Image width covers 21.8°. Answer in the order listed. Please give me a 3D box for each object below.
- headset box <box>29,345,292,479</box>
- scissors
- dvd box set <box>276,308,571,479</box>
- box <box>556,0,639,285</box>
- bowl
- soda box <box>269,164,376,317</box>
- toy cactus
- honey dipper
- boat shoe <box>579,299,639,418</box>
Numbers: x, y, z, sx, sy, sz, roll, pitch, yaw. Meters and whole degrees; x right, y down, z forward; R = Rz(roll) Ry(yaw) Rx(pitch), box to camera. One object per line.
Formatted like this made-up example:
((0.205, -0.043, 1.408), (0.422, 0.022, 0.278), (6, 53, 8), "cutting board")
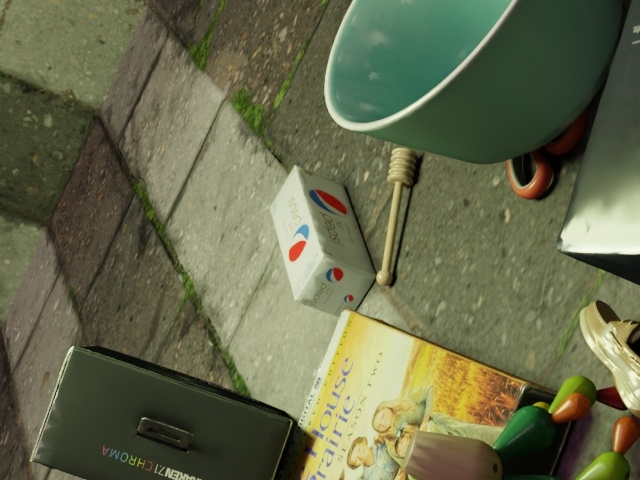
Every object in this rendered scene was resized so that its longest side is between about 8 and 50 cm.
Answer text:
((-0.167, 0.211, 1.808), (0.283, 0.246, 0.131), (117, 173, -86), "headset box")
((0.208, -0.157, 1.678), (0.109, 0.021, 0.297), (-55, 26, 31), "scissors")
((0.068, 0.242, 1.578), (0.307, 0.062, 0.420), (-69, 22, -1), "dvd box set")
((0.356, -0.127, 0.932), (0.212, 0.293, 0.395), (-2, 67, 67), "box")
((0.166, -0.197, 1.581), (0.311, 0.163, 0.311), (-41, 29, 29), "bowl")
((0.000, 0.000, 1.950), (0.069, 0.074, 0.216), (-59, 24, 23), "soda box")
((0.153, 0.191, 1.291), (0.112, 0.180, 0.219), (112, 177, -70), "toy cactus")
((0.081, -0.026, 1.845), (0.030, 0.030, 0.160), (-29, 46, 58), "honey dipper")
((0.249, 0.088, 1.320), (0.045, 0.050, 0.135), (-55, 35, 23), "boat shoe")
